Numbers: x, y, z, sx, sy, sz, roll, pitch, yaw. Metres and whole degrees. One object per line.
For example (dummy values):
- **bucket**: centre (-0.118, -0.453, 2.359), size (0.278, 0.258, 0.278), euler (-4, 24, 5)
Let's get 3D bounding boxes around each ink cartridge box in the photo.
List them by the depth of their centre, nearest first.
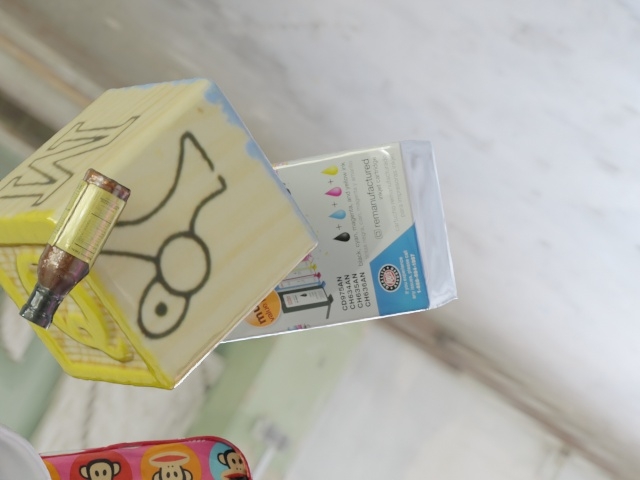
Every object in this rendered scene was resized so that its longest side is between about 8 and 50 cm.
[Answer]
- **ink cartridge box**: centre (0.000, 0.000, 1.911), size (0.233, 0.171, 0.168), euler (-10, -179, 15)

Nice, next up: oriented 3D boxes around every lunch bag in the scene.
- **lunch bag**: centre (-0.200, 0.338, 1.891), size (0.293, 0.258, 0.120), euler (-5, 159, -16)

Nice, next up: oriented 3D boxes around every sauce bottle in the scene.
- **sauce bottle**: centre (-0.194, 0.007, 1.470), size (0.042, 0.128, 0.042), euler (30, 179, 0)

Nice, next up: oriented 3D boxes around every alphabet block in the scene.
- **alphabet block**: centre (-0.158, -0.007, 1.638), size (0.193, 0.197, 0.192), euler (-2, 126, 55)

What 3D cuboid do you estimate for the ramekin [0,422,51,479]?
- **ramekin**: centre (-0.360, 0.250, 1.527), size (0.135, 0.277, 0.277), euler (22, 165, 41)
